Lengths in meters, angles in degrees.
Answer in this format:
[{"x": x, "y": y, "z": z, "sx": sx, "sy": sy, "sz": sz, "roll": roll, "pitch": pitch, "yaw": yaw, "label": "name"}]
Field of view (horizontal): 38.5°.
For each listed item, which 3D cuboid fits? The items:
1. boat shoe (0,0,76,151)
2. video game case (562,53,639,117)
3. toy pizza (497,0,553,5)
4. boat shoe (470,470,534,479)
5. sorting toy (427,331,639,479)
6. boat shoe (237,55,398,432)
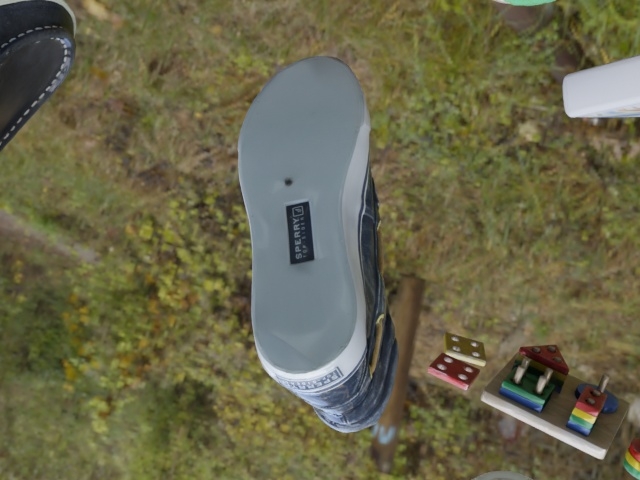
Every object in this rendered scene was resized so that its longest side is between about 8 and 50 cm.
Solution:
[{"x": -0.335, "y": -0.021, "z": 0.706, "sx": 0.156, "sy": 0.500, "sz": 0.186, "roll": 31, "pitch": 144, "yaw": 4, "label": "boat shoe"}, {"x": 0.378, "y": -0.117, "z": 0.580, "sx": 0.300, "sy": 0.036, "sz": 0.329, "roll": -5, "pitch": -179, "yaw": -26, "label": "video game case"}, {"x": 0.108, "y": -0.167, "z": 0.533, "sx": 0.201, "sy": 0.032, "sz": 0.201, "roll": -3, "pitch": 180, "yaw": 0, "label": "toy pizza"}, {"x": 0.203, "y": 0.284, "z": 0.649, "sx": 0.305, "sy": 0.109, "sz": 0.091, "roll": 39, "pitch": 154, "yaw": 55, "label": "boat shoe"}, {"x": 0.247, "y": 0.152, "z": 0.968, "sx": 0.275, "sy": 0.046, "sz": 0.132, "roll": 24, "pitch": -158, "yaw": 22, "label": "sorting toy"}, {"x": 0.000, "y": 0.000, "z": 0.454, "sx": 0.065, "sy": 0.183, "sz": 0.083, "roll": -8, "pitch": 147, "yaw": 13, "label": "boat shoe"}]
